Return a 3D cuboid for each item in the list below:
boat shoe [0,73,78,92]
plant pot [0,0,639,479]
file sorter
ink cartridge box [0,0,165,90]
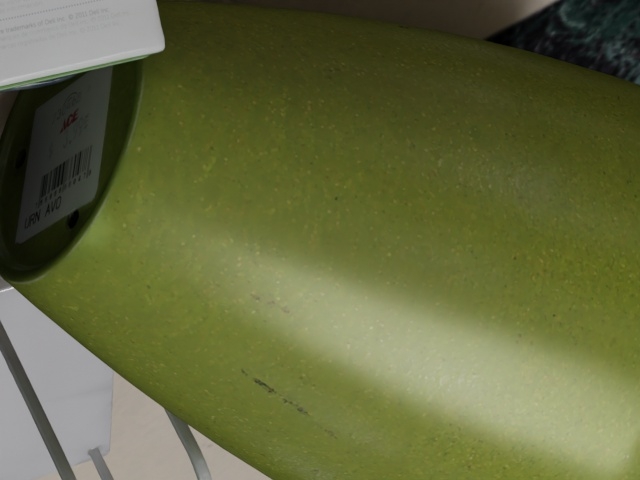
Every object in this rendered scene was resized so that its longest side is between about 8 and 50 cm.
[{"bbox_3d":[-0.213,-0.087,0.766,0.255,0.079,0.095,-4,140,-35],"label":"boat shoe"},{"bbox_3d":[0.000,0.000,0.919,0.293,0.274,0.275,21,122,-33],"label":"plant pot"},{"bbox_3d":[-0.213,0.153,1.000,0.278,0.173,0.193,-16,144,-21],"label":"file sorter"},{"bbox_3d":[-0.137,-0.160,0.705,0.109,0.062,0.209,-15,100,-23],"label":"ink cartridge box"}]
